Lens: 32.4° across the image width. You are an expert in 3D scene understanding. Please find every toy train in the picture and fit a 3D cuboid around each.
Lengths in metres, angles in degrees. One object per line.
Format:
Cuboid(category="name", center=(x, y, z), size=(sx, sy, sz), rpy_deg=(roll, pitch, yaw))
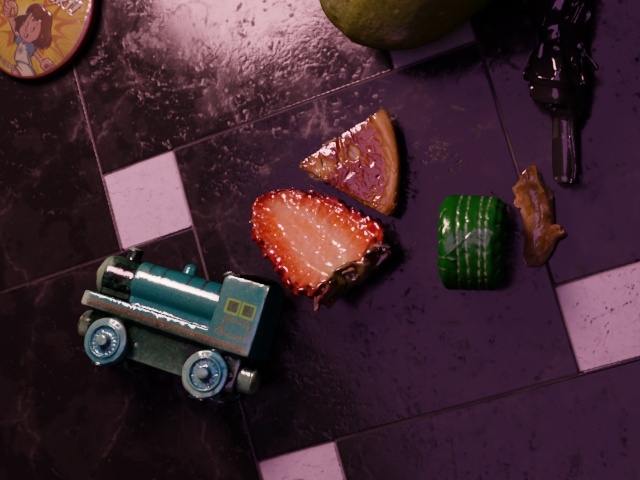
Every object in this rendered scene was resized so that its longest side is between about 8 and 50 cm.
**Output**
Cuboid(category="toy train", center=(-0.207, 0.119, 1.605), size=(0.298, 0.120, 0.194), rpy_deg=(16, 85, 17))

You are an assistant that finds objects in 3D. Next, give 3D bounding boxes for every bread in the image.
Cuboid(category="bread", center=(0.063, -0.124, 1.563), size=(0.154, 0.054, 0.136), rpy_deg=(26, 96, 11))

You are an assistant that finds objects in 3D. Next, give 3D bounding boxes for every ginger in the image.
Cuboid(category="ginger", center=(0.294, -0.033, 1.496), size=(0.057, 0.044, 0.137), rpy_deg=(-8, 91, -13))

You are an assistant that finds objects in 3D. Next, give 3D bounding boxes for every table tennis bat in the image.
Cuboid(category="table tennis bat", center=(-0.427, -0.401, 1.735), size=(0.200, 0.038, 0.310), rpy_deg=(28, 99, 15))

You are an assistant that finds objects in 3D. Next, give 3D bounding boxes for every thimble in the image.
Cuboid(category="thimble", center=(0.204, 0.006, 1.483), size=(0.090, 0.118, 0.130), rpy_deg=(1, 115, 13))

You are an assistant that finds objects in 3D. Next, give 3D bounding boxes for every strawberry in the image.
Cuboid(category="strawberry", center=(0.002, 0.004, 1.571), size=(0.167, 0.087, 0.208), rpy_deg=(-31, 52, -6))

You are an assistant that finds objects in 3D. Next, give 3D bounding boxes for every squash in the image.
Cuboid(category="squash", center=(0.124, -0.403, 1.465), size=(0.310, 0.310, 0.309), rpy_deg=(60, 146, 11))

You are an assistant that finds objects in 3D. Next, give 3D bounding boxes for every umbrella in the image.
Cuboid(category="umbrella", center=(0.326, -0.246, 1.474), size=(0.118, 0.118, 0.340), rpy_deg=(-3, 92, 17))
